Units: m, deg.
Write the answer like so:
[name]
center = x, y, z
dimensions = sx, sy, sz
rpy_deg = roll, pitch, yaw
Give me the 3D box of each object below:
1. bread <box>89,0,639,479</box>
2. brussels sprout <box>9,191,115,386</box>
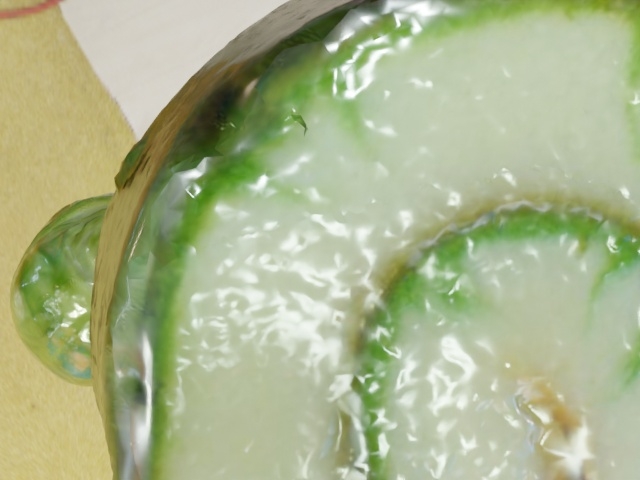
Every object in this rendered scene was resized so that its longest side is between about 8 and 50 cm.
[bread]
center = 0.078, 0.046, 0.569
dimensions = 0.382, 0.129, 0.366
rpy_deg = -13, 107, -8
[brussels sprout]
center = -0.154, 0.032, 0.826
dimensions = 0.117, 0.155, 0.155
rpy_deg = 28, 68, -41
